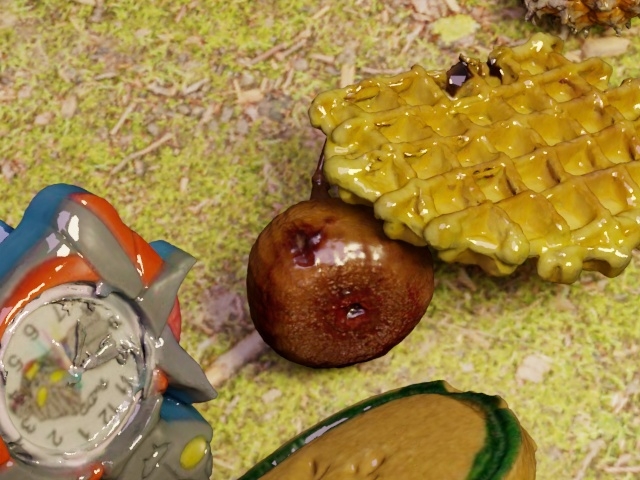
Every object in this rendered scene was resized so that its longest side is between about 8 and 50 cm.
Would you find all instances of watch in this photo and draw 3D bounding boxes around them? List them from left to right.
[{"bbox_3d":[-0.222,0.095,1.462,0.274,0.305,0.241,16,62,46],"label":"watch"}]

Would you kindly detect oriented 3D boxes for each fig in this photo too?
[{"bbox_3d":[0.000,0.000,1.534,0.146,0.133,0.201,1,42,-23],"label":"fig"}]

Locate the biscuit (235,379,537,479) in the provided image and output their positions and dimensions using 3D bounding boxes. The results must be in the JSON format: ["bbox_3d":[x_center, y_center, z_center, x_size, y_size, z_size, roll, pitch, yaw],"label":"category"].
[{"bbox_3d":[0.014,0.220,1.362,0.344,0.057,0.287,-35,28,-18],"label":"biscuit"}]

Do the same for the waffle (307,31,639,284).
[{"bbox_3d":[0.145,-0.071,1.512,0.310,0.065,0.283,18,43,2],"label":"waffle"}]

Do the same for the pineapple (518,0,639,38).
[{"bbox_3d":[0.254,-0.241,1.610,0.161,0.137,0.176,-30,47,42],"label":"pineapple"}]
